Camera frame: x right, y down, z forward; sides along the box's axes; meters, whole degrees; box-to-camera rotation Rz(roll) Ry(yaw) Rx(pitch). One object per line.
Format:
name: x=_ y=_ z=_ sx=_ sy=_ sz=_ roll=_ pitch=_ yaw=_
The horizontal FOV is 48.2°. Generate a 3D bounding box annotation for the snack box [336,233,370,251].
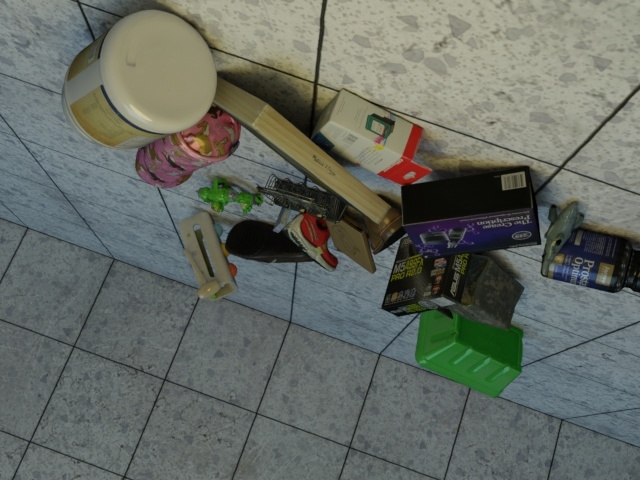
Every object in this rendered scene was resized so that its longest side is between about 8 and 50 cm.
snack box: x=0.097 y=0.007 z=2.157 sx=0.100 sy=0.037 sz=0.141 roll=16 pitch=162 yaw=9

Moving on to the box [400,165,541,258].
box: x=0.319 y=-0.052 z=1.507 sx=0.261 sy=0.103 sz=0.184 roll=-8 pitch=155 yaw=20

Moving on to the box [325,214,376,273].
box: x=0.078 y=-0.007 z=1.995 sx=0.164 sy=0.021 sz=0.201 roll=36 pitch=161 yaw=34

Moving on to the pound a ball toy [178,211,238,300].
pound a ball toy: x=-0.365 y=0.056 z=2.380 sx=0.136 sy=0.319 sz=0.208 roll=-22 pitch=158 yaw=-2

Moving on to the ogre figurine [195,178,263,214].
ogre figurine: x=-0.279 y=-0.129 z=2.089 sx=0.197 sy=0.096 sz=0.118 roll=28 pitch=-173 yaw=30

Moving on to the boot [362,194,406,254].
boot: x=0.163 y=-0.042 z=1.893 sx=0.115 sy=0.112 sz=0.305 roll=49 pitch=172 yaw=11

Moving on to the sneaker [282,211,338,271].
sneaker: x=0.000 y=0.000 z=2.108 sx=0.107 sy=0.118 sz=0.279 roll=35 pitch=173 yaw=34

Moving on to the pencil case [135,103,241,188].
pencil case: x=-0.323 y=-0.228 z=1.710 sx=0.167 sy=0.160 sz=0.386 roll=19 pitch=164 yaw=-26

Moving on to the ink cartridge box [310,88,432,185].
ink cartridge box: x=0.111 y=-0.201 z=1.445 sx=0.231 sy=0.078 sz=0.134 roll=24 pitch=163 yaw=-13

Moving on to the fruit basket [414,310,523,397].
fruit basket: x=0.482 y=0.378 z=2.525 sx=0.392 sy=0.283 sz=0.392 roll=9 pitch=146 yaw=6

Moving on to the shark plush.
shark plush: x=0.493 y=-0.008 z=1.507 sx=0.073 sy=0.161 sz=0.067 roll=32 pitch=-166 yaw=2

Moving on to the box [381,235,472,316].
box: x=0.275 y=0.073 z=1.829 sx=0.060 sy=0.216 sz=0.270 roll=26 pitch=158 yaw=-21

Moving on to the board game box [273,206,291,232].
board game box: x=-0.104 y=-0.074 z=2.049 sx=0.020 sy=0.090 sz=0.090 roll=24 pitch=163 yaw=-11

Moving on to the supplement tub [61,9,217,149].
supplement tub: x=-0.372 y=-0.304 z=1.422 sx=0.228 sy=0.228 sz=0.316 roll=31 pitch=160 yaw=-31

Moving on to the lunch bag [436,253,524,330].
lunch bag: x=0.377 y=0.126 z=2.001 sx=0.287 sy=0.169 sz=0.235 roll=14 pitch=167 yaw=44

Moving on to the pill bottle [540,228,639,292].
pill bottle: x=0.606 y=0.046 z=1.567 sx=0.219 sy=0.122 sz=0.123 roll=13 pitch=161 yaw=22

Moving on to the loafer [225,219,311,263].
loafer: x=-0.153 y=0.027 z=2.332 sx=0.366 sy=0.133 sz=0.130 roll=8 pitch=159 yaw=34

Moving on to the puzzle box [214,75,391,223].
puzzle box: x=-0.052 y=-0.193 z=1.529 sx=0.409 sy=0.052 sz=0.272 roll=35 pitch=-179 yaw=-41

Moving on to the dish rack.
dish rack: x=-0.047 y=-0.109 z=1.808 sx=0.208 sy=0.074 sz=0.271 roll=16 pitch=177 yaw=11
